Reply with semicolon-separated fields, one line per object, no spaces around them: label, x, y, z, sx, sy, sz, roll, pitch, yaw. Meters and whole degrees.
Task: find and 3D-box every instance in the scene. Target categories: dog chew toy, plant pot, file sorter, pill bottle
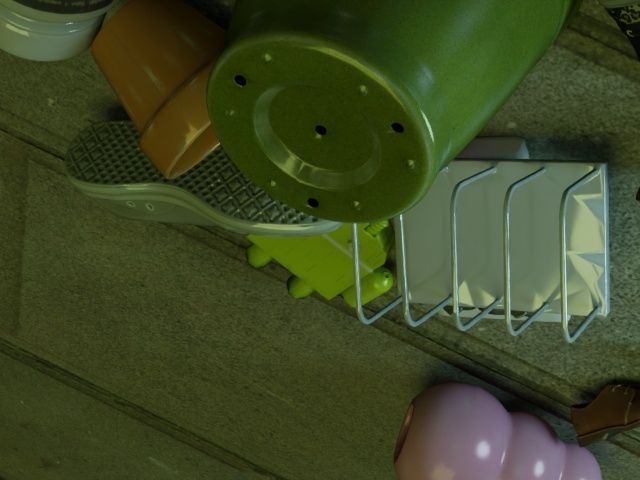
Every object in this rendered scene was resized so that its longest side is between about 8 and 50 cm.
dog chew toy;0.288;0.352;1.858;0.332;0.206;0.206;19;142;0
plant pot;-0.186;-0.215;1.512;0.188;0.205;0.205;47;141;1
file sorter;0.190;0.009;1.422;0.277;0.173;0.193;3;104;28
plant pot;0.060;-0.218;1.217;0.366;0.353;0.366;16;140;14
pill bottle;-0.302;-0.385;1.367;0.204;0.204;0.361;31;141;-3

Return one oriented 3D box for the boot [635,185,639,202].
boot;0.485;-0.051;1.380;0.152;0.073;0.197;39;144;-20

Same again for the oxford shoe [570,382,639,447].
oxford shoe;0.455;0.239;1.730;0.212;0.076;0.076;-29;76;36

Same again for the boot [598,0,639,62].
boot;0.411;-0.212;1.211;0.236;0.085;0.178;11;144;48

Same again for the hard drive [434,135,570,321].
hard drive;0.215;-0.010;1.610;0.203;0.040;0.307;1;135;30

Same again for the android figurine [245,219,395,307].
android figurine;0.000;0.000;1.742;0.248;0.056;0.273;39;142;-14

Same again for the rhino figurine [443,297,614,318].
rhino figurine;0.268;0.066;1.559;0.243;0.106;0.073;3;94;27

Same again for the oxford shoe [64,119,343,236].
oxford shoe;-0.149;-0.083;1.666;0.449;0.169;0.130;7;155;24
